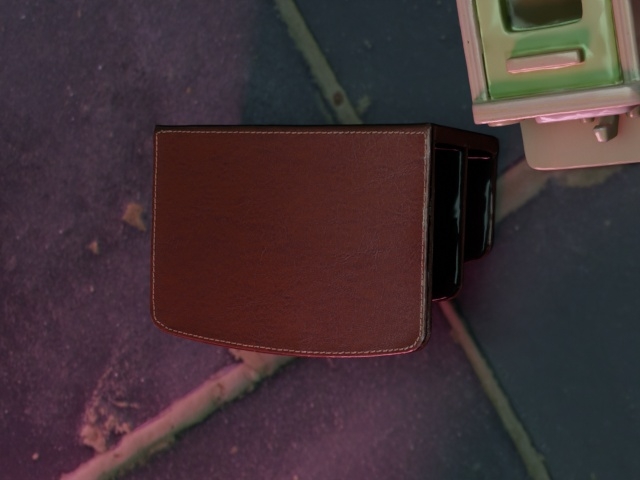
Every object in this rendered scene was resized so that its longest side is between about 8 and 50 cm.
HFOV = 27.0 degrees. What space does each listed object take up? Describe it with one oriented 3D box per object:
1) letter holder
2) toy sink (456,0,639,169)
[{"bbox_3d":[0.000,0.000,1.284,0.302,0.152,0.214,2,90,30],"label":"letter holder"},{"bbox_3d":[0.214,-0.169,1.147,0.152,0.131,0.234,-4,102,30],"label":"toy sink"}]
